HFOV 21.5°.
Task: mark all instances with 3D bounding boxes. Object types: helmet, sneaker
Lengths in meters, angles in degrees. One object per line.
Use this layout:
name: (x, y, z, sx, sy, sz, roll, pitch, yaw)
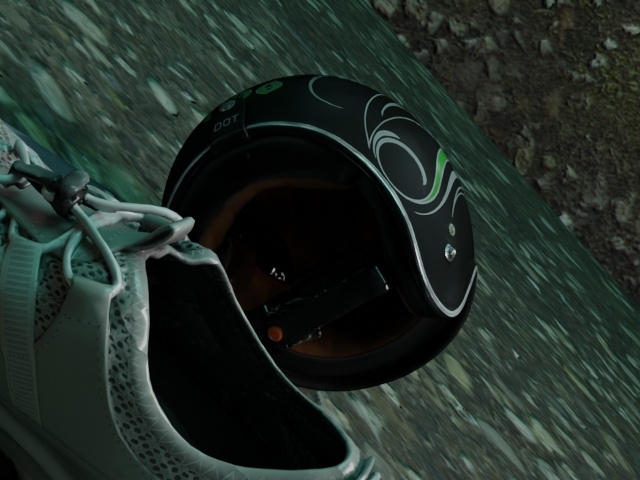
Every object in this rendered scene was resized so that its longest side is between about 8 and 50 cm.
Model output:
helmet: (0.000, 0.000, 0.857, 0.169, 0.169, 0.161, 49, 13, 3)
sneaker: (-0.089, 0.004, 0.573, 0.281, 0.115, 0.105, 46, 38, -10)

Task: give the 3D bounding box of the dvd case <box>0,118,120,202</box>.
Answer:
dvd case: (-0.116, 0.015, 0.738, 0.164, 0.018, 0.221, 35, 18, -44)
